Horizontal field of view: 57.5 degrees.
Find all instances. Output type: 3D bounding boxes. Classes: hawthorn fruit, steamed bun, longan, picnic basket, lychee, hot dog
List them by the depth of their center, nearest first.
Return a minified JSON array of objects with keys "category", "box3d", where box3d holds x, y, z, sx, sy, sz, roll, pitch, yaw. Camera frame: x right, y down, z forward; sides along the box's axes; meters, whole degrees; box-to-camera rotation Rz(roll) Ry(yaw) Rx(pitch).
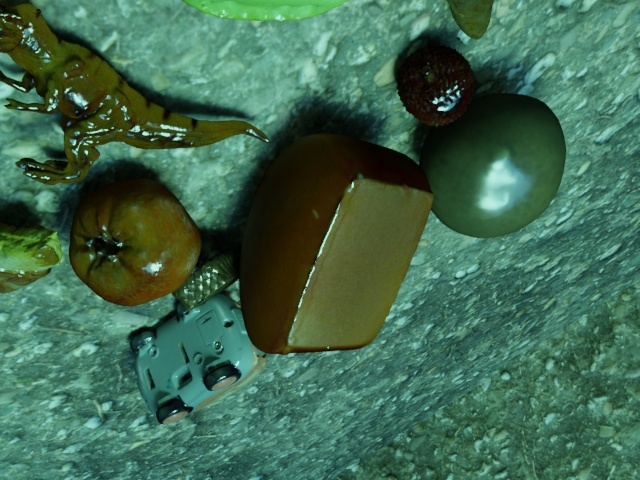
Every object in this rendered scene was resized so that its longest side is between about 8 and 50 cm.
[{"category":"hot dog","box3d":[-0.478,0.023,0.865,0.262,0.093,0.123,-20,156,18]},{"category":"hawthorn fruit","box3d":[-0.275,0.003,0.918,0.197,0.196,0.225,-36,172,13]},{"category":"lychee","box3d":[0.182,-0.240,0.922,0.123,0.123,0.129,-24,157,-3]},{"category":"steamed bun","box3d":[0.000,0.000,0.988,0.235,0.248,0.379,5,115,-35]},{"category":"longan","box3d":[0.294,-0.128,1.017,0.258,0.258,0.258,-17,144,-13]},{"category":"picnic basket","box3d":[-0.188,0.066,1.043,0.110,0.054,0.193,-36,179,11]}]

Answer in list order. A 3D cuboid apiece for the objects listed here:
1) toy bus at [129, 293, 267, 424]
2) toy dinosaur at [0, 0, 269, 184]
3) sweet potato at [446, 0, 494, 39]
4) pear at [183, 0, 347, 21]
[{"category":"toy bus","box3d":[-0.237,0.254,1.229,0.288,0.194,0.232,-37,151,14]},{"category":"toy dinosaur","box3d":[-0.284,-0.151,0.768,0.208,0.097,0.432,-50,143,15]},{"category":"sweet potato","box3d":[0.205,-0.394,0.762,0.114,0.092,0.341,-33,148,-20]},{"category":"pear","box3d":[-0.063,-0.357,0.529,0.343,0.238,0.318,3,152,-17]}]
